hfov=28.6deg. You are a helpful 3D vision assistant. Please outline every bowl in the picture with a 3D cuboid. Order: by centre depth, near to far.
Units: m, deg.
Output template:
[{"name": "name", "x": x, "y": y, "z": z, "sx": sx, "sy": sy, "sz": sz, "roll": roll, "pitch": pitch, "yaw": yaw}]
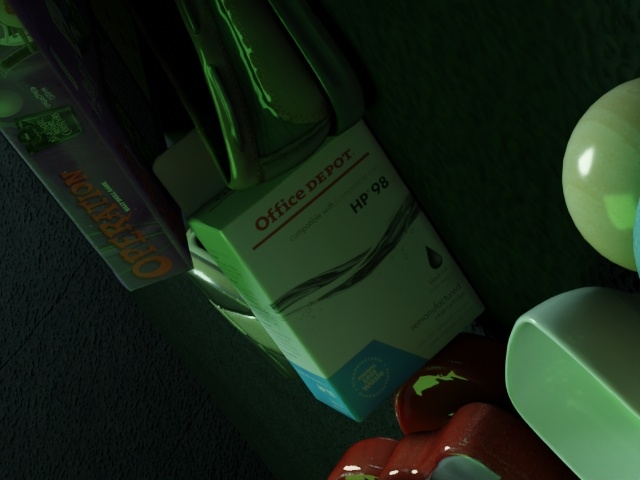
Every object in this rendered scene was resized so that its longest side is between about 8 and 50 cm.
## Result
[{"name": "bowl", "x": 0.150, "y": 0.083, "z": 0.562, "sx": 0.142, "sy": 0.053, "sz": 0.142, "roll": 44, "pitch": 166, "yaw": 21}]

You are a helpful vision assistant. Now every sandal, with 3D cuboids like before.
[{"name": "sandal", "x": -0.051, "y": 0.017, "z": 1.000, "sx": 0.120, "sy": 0.086, "sz": 0.303, "roll": 48, "pitch": -177, "yaw": -16}]

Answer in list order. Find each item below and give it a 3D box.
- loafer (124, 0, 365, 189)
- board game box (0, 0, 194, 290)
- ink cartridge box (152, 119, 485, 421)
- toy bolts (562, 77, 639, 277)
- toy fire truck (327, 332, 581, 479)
[{"name": "loafer", "x": -0.087, "y": -0.146, "z": 0.630, "sx": 0.267, "sy": 0.084, "sz": 0.096, "roll": 51, "pitch": 167, "yaw": -4}, {"name": "board game box", "x": -0.157, "y": -0.143, "z": 0.638, "sx": 0.347, "sy": 0.056, "sz": 0.208, "roll": 64, "pitch": -176, "yaw": -56}, {"name": "ink cartridge box", "x": 0.000, "y": 0.000, "z": 0.709, "sx": 0.180, "sy": 0.104, "sz": 0.060, "roll": 55, "pitch": 166, "yaw": -22}, {"name": "toy bolts", "x": 0.115, "y": 0.066, "z": 0.360, "sx": 0.158, "sy": 0.218, "sz": 0.229, "roll": 41, "pitch": 148, "yaw": 56}, {"name": "toy fire truck", "x": 0.102, "y": 0.223, "z": 0.745, "sx": 0.254, "sy": 0.169, "sz": 0.302, "roll": 36, "pitch": 137, "yaw": 6}]
